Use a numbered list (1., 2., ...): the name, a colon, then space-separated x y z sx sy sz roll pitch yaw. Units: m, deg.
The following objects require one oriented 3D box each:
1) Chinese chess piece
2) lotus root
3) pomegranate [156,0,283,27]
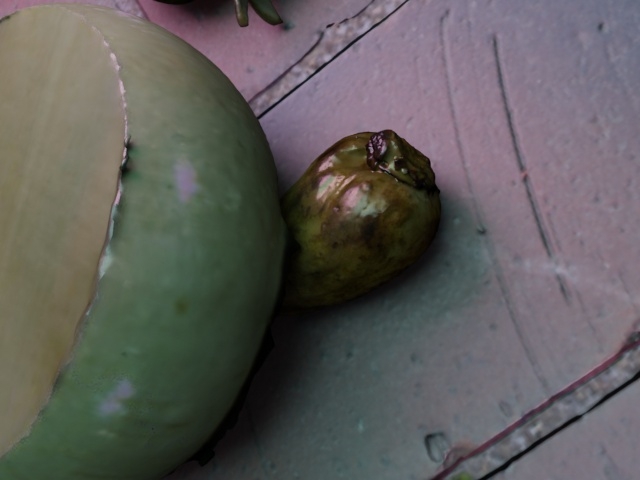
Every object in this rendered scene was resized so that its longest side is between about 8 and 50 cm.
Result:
1. Chinese chess piece: -0.181 0.011 0.677 0.349 0.146 0.349 -14 68 39
2. lotus root: 0.000 0.000 0.677 0.191 0.094 0.108 -36 23 23
3. pomegranate: -0.101 -0.249 0.774 0.191 0.131 0.152 43 103 18
